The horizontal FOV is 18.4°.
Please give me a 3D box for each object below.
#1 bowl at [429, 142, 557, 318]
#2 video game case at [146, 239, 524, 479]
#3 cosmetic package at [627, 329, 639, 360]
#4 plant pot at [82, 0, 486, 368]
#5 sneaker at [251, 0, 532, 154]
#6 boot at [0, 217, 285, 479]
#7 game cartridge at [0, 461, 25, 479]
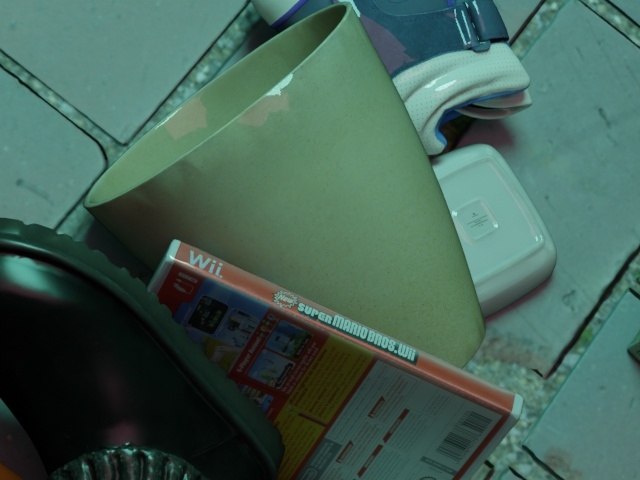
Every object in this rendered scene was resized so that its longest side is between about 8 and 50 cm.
[{"bbox_3d":[0.123,-0.009,1.657,0.142,0.053,0.142,-27,81,-20],"label":"bowl"},{"bbox_3d":[-0.016,0.124,1.495,0.285,0.204,0.025,24,46,-7],"label":"video game case"},{"bbox_3d":[0.422,0.133,1.642,0.296,0.153,0.129,45,67,0],"label":"cosmetic package"},{"bbox_3d":[0.000,0.000,1.532,0.256,0.256,0.274,-43,103,-23],"label":"plant pot"},{"bbox_3d":[0.111,-0.219,1.693,0.236,0.130,0.323,45,62,-8],"label":"sneaker"},{"bbox_3d":[-0.167,0.168,1.378,0.348,0.131,0.260,41,42,-23],"label":"boot"},{"bbox_3d":[-0.254,0.305,1.407,0.324,0.052,0.285,38,49,-3],"label":"game cartridge"}]
